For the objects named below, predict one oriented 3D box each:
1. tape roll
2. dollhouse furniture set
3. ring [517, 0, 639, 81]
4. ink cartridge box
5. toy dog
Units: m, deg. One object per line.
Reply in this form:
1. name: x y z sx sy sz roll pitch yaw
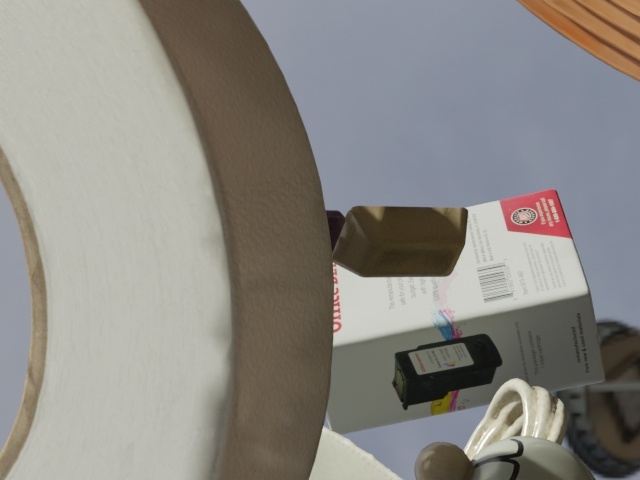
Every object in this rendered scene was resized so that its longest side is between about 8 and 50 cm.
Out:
1. tape roll: -0.171 0.022 0.671 0.072 0.392 0.392 -7 -92 -56
2. dollhouse furniture set: 0.000 0.000 0.717 0.114 0.081 0.091 0 -52 -30
3. ring: 0.096 -0.172 0.387 0.032 0.336 0.336 -39 -74 -24
4. ink cartridge box: 0.079 0.043 0.977 0.127 0.175 0.072 -94 -10 -57
5. toy dog: -0.014 0.191 0.804 0.161 0.220 0.333 32 -75 -11
